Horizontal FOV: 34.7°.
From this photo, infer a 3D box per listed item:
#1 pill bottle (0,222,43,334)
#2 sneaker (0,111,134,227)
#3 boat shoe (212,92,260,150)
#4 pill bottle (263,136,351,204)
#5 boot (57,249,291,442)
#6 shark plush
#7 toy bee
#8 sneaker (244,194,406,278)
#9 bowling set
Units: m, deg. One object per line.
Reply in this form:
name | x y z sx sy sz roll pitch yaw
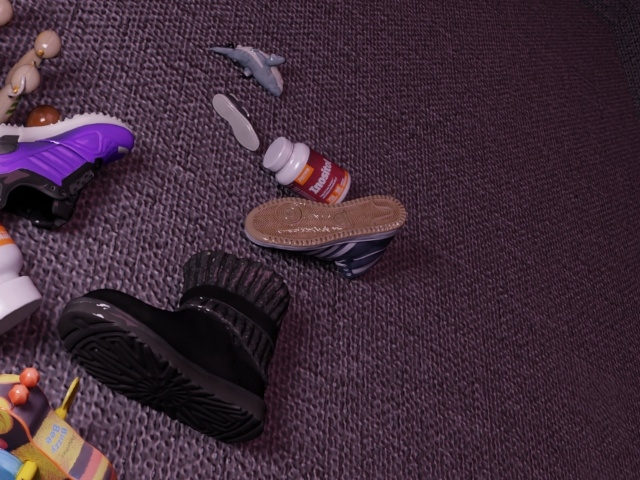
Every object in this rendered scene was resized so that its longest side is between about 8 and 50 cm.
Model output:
pill bottle | -0.442 0.010 1.250 0.221 0.121 0.121 54 35 4
sneaker | -0.374 -0.089 1.449 0.293 0.102 0.146 -15 75 -48
boat shoe | -0.145 -0.218 1.861 0.125 0.046 0.038 49 39 11
pill bottle | -0.026 -0.124 1.872 0.152 0.086 0.086 30 40 -26
boot | -0.193 0.102 1.434 0.348 0.131 0.260 40 42 -34
shark plush | -0.134 -0.341 1.979 0.161 0.073 0.067 28 71 -36
toy bee | -0.338 0.221 1.144 0.298 0.162 0.195 25 44 -33
sneaker | 0.000 0.000 1.797 0.282 0.153 0.099 -5 60 -15
bowling set | -0.430 -0.252 1.474 0.200 0.154 0.287 33 39 -24
